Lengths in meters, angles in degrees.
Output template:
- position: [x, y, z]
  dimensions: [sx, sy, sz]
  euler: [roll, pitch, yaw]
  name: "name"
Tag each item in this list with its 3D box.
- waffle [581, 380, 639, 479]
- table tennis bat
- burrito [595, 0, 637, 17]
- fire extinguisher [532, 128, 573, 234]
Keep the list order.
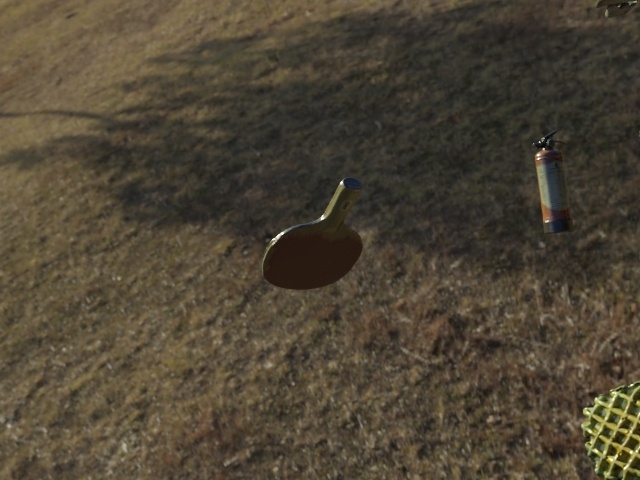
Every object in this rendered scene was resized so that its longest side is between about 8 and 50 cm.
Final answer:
- position: [0.538, 0.335, 1.343]
  dimensions: [0.183, 0.036, 0.169]
  euler: [-34, 48, 40]
  name: "waffle"
- position: [0.000, 0.000, 1.015]
  dimensions: [0.131, 0.234, 0.022]
  euler: [5, 52, -20]
  name: "table tennis bat"
- position: [0.348, -0.269, 0.540]
  dimensions: [0.107, 0.175, 0.347]
  euler: [-14, 13, -32]
  name: "burrito"
- position: [0.395, -0.100, 1.304]
  dimensions: [0.062, 0.177, 0.050]
  euler: [-6, -2, -14]
  name: "fire extinguisher"
